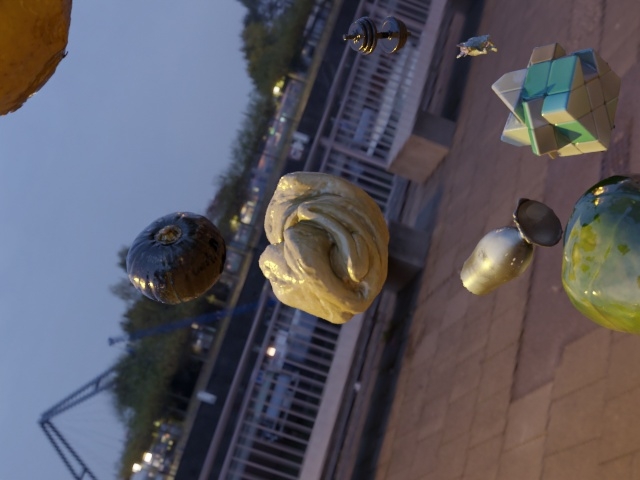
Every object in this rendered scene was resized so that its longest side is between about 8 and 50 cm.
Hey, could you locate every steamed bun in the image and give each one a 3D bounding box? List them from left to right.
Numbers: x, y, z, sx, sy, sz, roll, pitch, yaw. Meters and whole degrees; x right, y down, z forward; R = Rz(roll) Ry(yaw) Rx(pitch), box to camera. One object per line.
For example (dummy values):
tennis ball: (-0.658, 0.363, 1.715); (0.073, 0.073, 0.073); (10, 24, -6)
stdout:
steamed bun: (0.004, 0.003, 2.021); (0.230, 0.324, 0.372); (60, -151, -61)

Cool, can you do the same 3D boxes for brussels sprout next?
brussels sprout: (0.594, 0.019, 1.506); (0.354, 0.289, 0.281); (-12, -74, -47)

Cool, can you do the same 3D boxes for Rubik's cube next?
Rubik's cube: (0.502, -0.283, 1.789); (0.213, 0.224, 0.265); (-4, 62, 47)

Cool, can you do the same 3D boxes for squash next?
squash: (-0.274, 0.033, 1.588); (0.156, 0.193, 0.193); (76, -151, -62)

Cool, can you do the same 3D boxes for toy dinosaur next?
toy dinosaur: (0.343, -0.426, 1.814); (0.209, 0.082, 0.039); (-29, -68, -58)

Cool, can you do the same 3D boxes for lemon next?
lemon: (-0.400, -0.241, 0.875); (0.310, 0.253, 0.253); (-33, -6, -16)

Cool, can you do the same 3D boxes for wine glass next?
wine glass: (0.342, 0.020, 1.530); (0.222, 0.103, 0.103); (125, 165, -52)

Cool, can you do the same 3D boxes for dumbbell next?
dumbbell: (0.150, -0.536, 2.170); (0.099, 0.208, 0.099); (28, 123, 54)
